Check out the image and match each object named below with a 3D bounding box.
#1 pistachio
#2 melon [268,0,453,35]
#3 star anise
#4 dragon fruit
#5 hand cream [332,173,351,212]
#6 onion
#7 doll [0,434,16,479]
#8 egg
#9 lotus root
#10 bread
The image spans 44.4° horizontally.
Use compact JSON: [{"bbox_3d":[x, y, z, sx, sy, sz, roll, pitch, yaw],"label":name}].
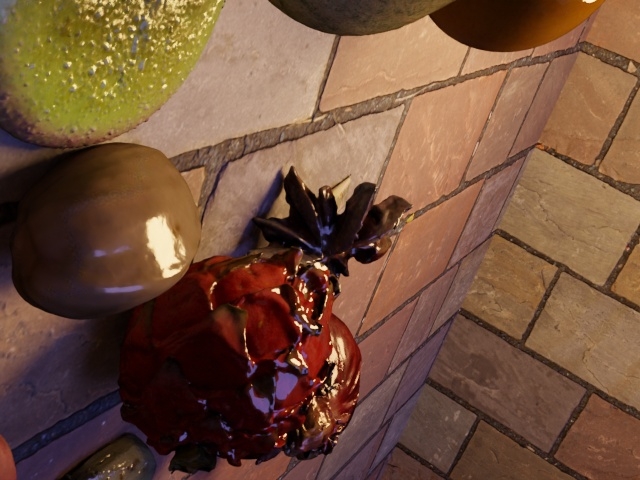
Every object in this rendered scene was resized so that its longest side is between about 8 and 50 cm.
[{"bbox_3d":[-0.188,-0.011,0.714,0.137,0.153,0.238,-58,-172,23],"label":"pistachio"},{"bbox_3d":[0.054,-0.316,0.697,0.329,0.249,0.248,-51,159,-41],"label":"melon"},{"bbox_3d":[0.001,-0.003,1.138,0.283,0.129,0.212,-25,145,4],"label":"star anise"},{"bbox_3d":[-0.103,0.131,0.941,0.299,0.244,0.244,-37,152,-19],"label":"dragon fruit"},{"bbox_3d":[0.016,-0.060,1.261,0.143,0.039,0.061,-42,145,-57],"label":"hand cream"},{"bbox_3d":[-0.073,0.213,1.155,0.280,0.281,0.221,-55,128,-13],"label":"onion"},{"bbox_3d":[-0.366,0.228,0.607,0.256,0.152,0.196,-57,133,-54],"label":"doll"},{"bbox_3d":[0.262,-0.410,0.996,0.351,0.283,0.282,-63,160,-8],"label":"egg"},{"bbox_3d":[-0.291,0.344,1.040,0.143,0.070,0.144,-64,158,10],"label":"lotus root"},{"bbox_3d":[-0.162,-0.204,0.642,0.301,0.045,0.301,-49,158,-28],"label":"bread"}]
